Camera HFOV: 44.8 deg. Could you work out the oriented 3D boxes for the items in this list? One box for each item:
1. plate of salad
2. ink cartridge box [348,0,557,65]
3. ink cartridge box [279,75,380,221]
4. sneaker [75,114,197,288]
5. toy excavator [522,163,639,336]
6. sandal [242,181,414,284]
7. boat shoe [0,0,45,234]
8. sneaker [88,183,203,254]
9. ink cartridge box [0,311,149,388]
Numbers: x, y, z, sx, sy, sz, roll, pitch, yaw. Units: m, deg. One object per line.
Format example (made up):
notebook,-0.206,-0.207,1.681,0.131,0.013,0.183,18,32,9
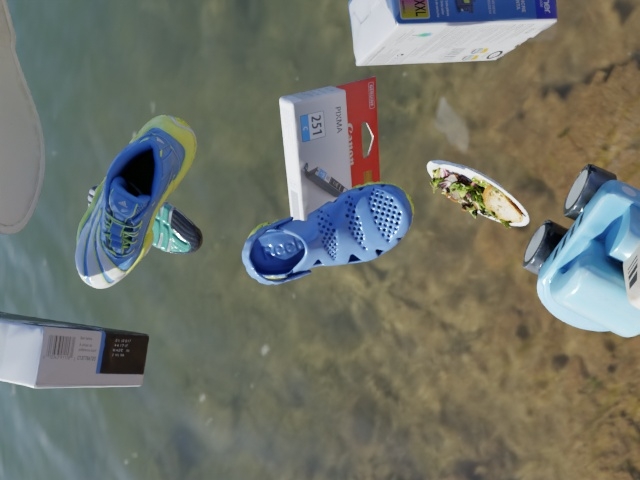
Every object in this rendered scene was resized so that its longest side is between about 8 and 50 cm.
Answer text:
plate of salad,0.265,-0.073,1.338,0.199,0.200,0.048,25,80,42
ink cartridge box,0.283,-0.458,1.551,0.270,0.395,0.151,167,98,-76
ink cartridge box,0.044,-0.203,1.767,0.066,0.261,0.297,32,134,51
sneaker,-0.233,-0.037,0.895,0.091,0.126,0.240,30,106,-1
toy excavator,0.513,0.042,1.266,0.222,0.445,0.433,26,128,0
sandal,0.000,0.000,1.243,0.317,0.138,0.126,-23,92,21
boat shoe,-0.383,-0.151,0.837,0.099,0.116,0.320,-17,80,20
sneaker,-0.284,-0.052,1.337,0.223,0.098,0.083,25,116,15
ink cartridge box,-0.369,0.107,0.844,0.332,0.165,0.065,3,83,24
